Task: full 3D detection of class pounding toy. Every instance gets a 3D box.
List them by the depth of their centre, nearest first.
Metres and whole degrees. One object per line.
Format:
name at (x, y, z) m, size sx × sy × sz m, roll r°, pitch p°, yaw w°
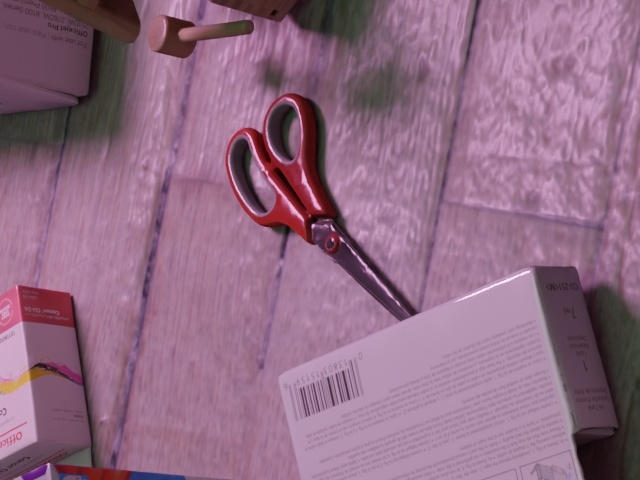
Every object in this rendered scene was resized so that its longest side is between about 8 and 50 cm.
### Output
pounding toy at (-0.060, -0.233, 1.697) m, size 0.206 × 0.094 × 0.181 m, roll -50°, pitch 49°, yaw 28°

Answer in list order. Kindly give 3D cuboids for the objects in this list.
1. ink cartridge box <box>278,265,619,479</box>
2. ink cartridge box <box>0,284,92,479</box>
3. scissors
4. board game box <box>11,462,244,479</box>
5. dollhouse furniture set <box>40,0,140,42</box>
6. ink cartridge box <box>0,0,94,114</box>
ink cartridge box at (0.101, 0.173, 1.471) m, size 0.275 × 0.060 × 0.239 m, roll -26°, pitch 72°, yaw 41°
ink cartridge box at (-0.283, 0.156, 1.878) m, size 0.115 × 0.067 × 0.198 m, roll -31°, pitch 61°, yaw 39°
scissors at (0.000, 0.000, 1.645) m, size 0.109 × 0.021 × 0.297 m, roll -47°, pitch 52°, yaw 27°
board game box at (-0.131, 0.267, 1.539) m, size 0.142 × 0.275 × 0.144 m, roll -28°, pitch 63°, yaw 40°
dollhouse furniture set at (-0.190, -0.440, 1.659) m, size 0.362 × 0.256 × 0.394 m, roll -54°, pitch 26°, yaw 21°
ink cartridge box at (-0.358, -0.332, 1.983) m, size 0.285 × 0.166 × 0.395 m, roll -3°, pitch 80°, yaw 47°
